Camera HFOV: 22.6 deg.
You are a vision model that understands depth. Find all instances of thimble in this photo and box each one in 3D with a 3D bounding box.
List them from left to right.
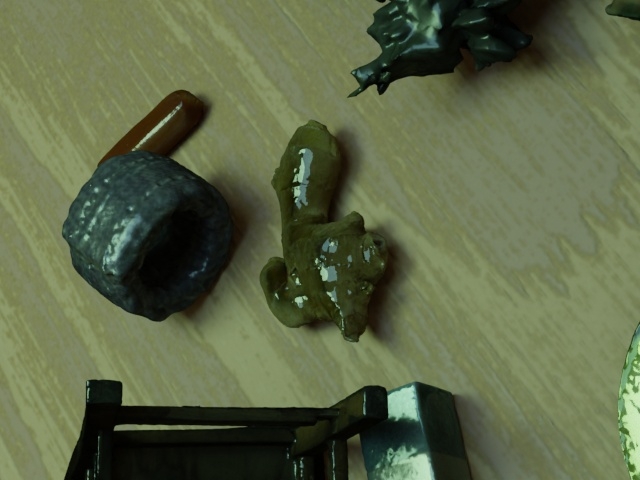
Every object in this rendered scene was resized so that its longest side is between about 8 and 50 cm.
[{"bbox_3d":[-0.162,-0.005,1.518,0.098,0.150,0.150,36,97,36],"label":"thimble"}]

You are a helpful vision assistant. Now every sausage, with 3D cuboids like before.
[{"bbox_3d":[-0.171,-0.103,1.621,0.131,0.039,0.041,-41,49,17],"label":"sausage"}]

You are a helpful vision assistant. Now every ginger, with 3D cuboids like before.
[{"bbox_3d":[0.007,-0.008,1.457,0.133,0.059,0.214,-6,71,42],"label":"ginger"}]

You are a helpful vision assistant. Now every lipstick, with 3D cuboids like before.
[{"bbox_3d":[0.097,0.277,1.297,0.068,0.066,0.317,-23,64,28],"label":"lipstick"}]

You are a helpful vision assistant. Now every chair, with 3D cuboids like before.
[{"bbox_3d":[-0.099,0.259,1.385,0.240,0.416,0.203,1,72,-11],"label":"chair"}]

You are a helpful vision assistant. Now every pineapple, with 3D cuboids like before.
[{"bbox_3d":[0.137,-0.271,1.367,0.223,0.223,0.357,31,106,37],"label":"pineapple"}]

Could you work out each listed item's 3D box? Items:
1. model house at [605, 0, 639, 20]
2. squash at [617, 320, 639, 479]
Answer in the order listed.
[{"bbox_3d":[0.300,-0.204,1.240,0.166,0.172,0.183,-36,30,-17],"label":"model house"},{"bbox_3d":[0.340,0.121,1.191,0.252,0.049,0.252,-13,68,34],"label":"squash"}]
